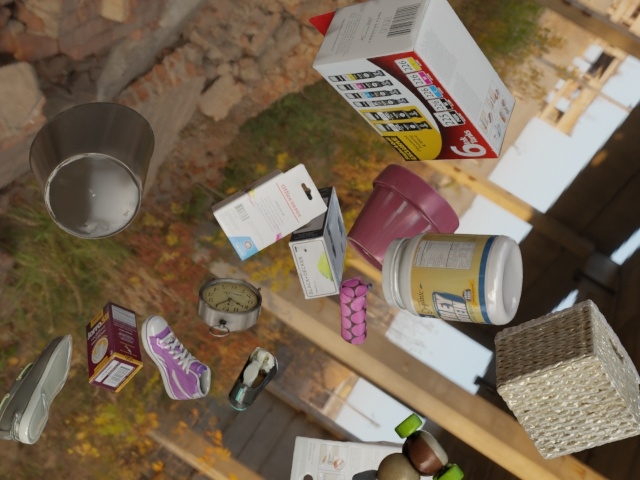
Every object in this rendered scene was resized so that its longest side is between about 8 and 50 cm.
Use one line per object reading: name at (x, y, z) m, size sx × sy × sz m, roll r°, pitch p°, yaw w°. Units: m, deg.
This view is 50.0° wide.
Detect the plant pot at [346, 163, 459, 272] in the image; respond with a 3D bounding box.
plant pot at (0.160, -0.030, 1.449) m, size 0.180 × 0.201 × 0.201 m, roll -49°, pitch 173°, yaw -7°

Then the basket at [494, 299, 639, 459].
basket at (0.721, 0.413, 2.017) m, size 0.331 × 0.328 × 0.266 m, roll -27°, pitch -163°, yaw 30°

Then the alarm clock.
alarm clock at (-0.190, 0.144, 1.402) m, size 0.192 × 0.130 × 0.064 m, roll -78°, pitch 180°, yaw -65°

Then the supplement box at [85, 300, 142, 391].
supplement box at (-0.495, 0.252, 1.642) m, size 0.104 × 0.081 × 0.188 m, roll -45°, pitch -141°, yaw 16°

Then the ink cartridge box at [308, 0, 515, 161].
ink cartridge box at (0.144, -0.269, 1.202) m, size 0.309 × 0.272 × 0.130 m, roll 36°, pitch 66°, yaw -42°

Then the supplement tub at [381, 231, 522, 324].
supplement tub at (0.216, 0.059, 1.130) m, size 0.144 × 0.200 × 0.144 m, roll -6°, pitch 97°, yaw -59°

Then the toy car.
toy car at (0.166, 0.473, 1.401) m, size 0.188 × 0.155 × 0.149 m, roll -36°, pitch 164°, yaw -9°

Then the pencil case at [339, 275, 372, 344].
pencil case at (0.103, 0.211, 2.063) m, size 0.098 × 0.095 × 0.209 m, roll -84°, pitch 175°, yaw -51°

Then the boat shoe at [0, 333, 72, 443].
boat shoe at (-0.635, 0.318, 1.534) m, size 0.305 × 0.091 × 0.109 m, roll -87°, pitch 180°, yaw -56°

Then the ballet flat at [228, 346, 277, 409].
ballet flat at (-0.176, 0.370, 1.950) m, size 0.280 × 0.095 × 0.096 m, roll -62°, pitch 170°, yaw -64°

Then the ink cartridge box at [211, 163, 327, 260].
ink cartridge box at (-0.092, -0.058, 1.247) m, size 0.181 × 0.104 × 0.061 m, roll -30°, pitch -162°, yaw -3°

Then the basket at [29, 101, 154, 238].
basket at (-0.342, -0.104, 1.038) m, size 0.205 × 0.154 × 0.227 m, roll -23°, pitch -151°, yaw -8°

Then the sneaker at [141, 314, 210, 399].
sneaker at (-0.408, 0.338, 2.019) m, size 0.161 × 0.282 × 0.102 m, roll -9°, pitch -159°, yaw 36°

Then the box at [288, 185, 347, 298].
box at (0.000, 0.000, 1.747) m, size 0.290 × 0.087 × 0.169 m, roll -76°, pitch 154°, yaw -61°

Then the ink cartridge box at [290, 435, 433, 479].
ink cartridge box at (0.106, 0.682, 1.805) m, size 0.091 × 0.385 × 0.307 m, roll 113°, pitch -16°, yaw -83°
